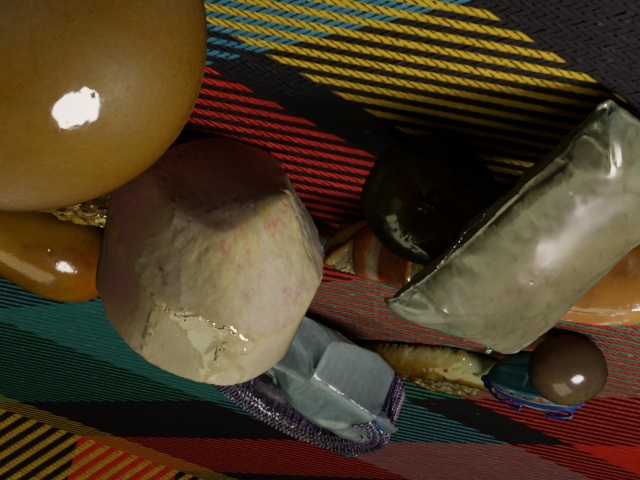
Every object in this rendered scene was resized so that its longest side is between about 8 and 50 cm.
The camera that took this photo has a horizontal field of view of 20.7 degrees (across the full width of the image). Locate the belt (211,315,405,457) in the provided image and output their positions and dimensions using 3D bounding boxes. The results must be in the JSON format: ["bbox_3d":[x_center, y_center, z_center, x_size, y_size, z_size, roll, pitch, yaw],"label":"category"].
[{"bbox_3d":[-0.031,0.191,2.503,0.325,0.122,0.260,37,153,-23],"label":"belt"}]

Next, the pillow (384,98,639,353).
[{"bbox_3d":[0.211,0.000,1.608,0.185,0.075,0.302,21,126,-39],"label":"pillow"}]

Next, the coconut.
[{"bbox_3d":[-0.121,0.030,1.853,0.259,0.259,0.259,12,164,4],"label":"coconut"}]

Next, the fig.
[{"bbox_3d":[0.112,-0.057,1.705,0.132,0.185,0.127,13,125,4],"label":"fig"}]

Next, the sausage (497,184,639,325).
[{"bbox_3d":[0.247,0.017,1.759,0.241,0.136,0.120,4,155,15],"label":"sausage"}]

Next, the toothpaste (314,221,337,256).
[{"bbox_3d":[0.000,0.000,2.058,0.056,0.036,0.205,-6,159,43],"label":"toothpaste"}]

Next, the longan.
[{"bbox_3d":[0.320,0.168,2.261,0.113,0.092,0.113,0,165,0],"label":"longan"}]

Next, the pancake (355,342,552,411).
[{"bbox_3d":[0.174,0.203,2.560,0.376,0.054,0.197,6,163,26],"label":"pancake"}]

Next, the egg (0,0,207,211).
[{"bbox_3d":[-0.231,-0.161,1.259,0.282,0.283,0.351,2,161,34],"label":"egg"}]

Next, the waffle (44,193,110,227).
[{"bbox_3d":[-0.297,-0.064,2.041,0.245,0.052,0.254,18,164,-22],"label":"waffle"}]

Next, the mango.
[{"bbox_3d":[-0.356,0.005,2.184,0.253,0.113,0.138,25,-165,-36],"label":"mango"}]

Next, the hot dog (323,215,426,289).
[{"bbox_3d":[0.103,0.014,1.926,0.261,0.093,0.123,20,179,36],"label":"hot dog"}]

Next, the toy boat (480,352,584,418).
[{"bbox_3d":[0.299,0.208,2.410,0.175,0.091,0.110,7,146,35],"label":"toy boat"}]
